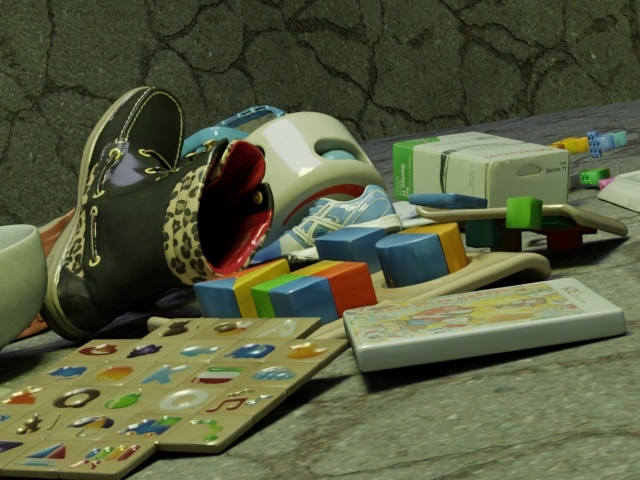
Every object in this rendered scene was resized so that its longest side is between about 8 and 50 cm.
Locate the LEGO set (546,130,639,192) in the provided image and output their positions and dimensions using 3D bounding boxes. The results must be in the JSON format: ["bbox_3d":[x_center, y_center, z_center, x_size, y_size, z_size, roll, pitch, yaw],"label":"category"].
[{"bbox_3d":[0.365,-0.109,2.357,0.093,0.087,0.227,-15,6,-26],"label":"LEGO set"}]

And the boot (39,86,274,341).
[{"bbox_3d":[-0.180,-0.063,1.997,0.284,0.138,0.377,-17,40,40],"label":"boot"}]

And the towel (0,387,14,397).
[{"bbox_3d":[-0.358,0.169,1.626,0.110,0.027,0.148,-15,7,-30],"label":"towel"}]

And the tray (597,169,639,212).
[{"bbox_3d":[0.458,-0.074,2.132,0.145,0.030,0.270,-12,7,-2],"label":"tray"}]

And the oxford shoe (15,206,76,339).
[{"bbox_3d":[-0.408,0.063,2.220,0.397,0.140,0.146,-26,-2,-43],"label":"oxford shoe"}]

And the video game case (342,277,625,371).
[{"bbox_3d":[0.138,0.072,1.458,0.227,0.026,0.206,-9,6,-2],"label":"video game case"}]

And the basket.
[{"bbox_3d":[-0.131,-0.110,2.618,0.289,0.201,0.255,14,-23,-36],"label":"basket"}]

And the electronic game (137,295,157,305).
[{"bbox_3d":[-0.186,-0.001,2.193,0.229,0.048,0.229,-50,2,2],"label":"electronic game"}]

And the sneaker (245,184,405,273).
[{"bbox_3d":[0.000,0.000,1.991,0.211,0.081,0.080,-19,-27,12],"label":"sneaker"}]

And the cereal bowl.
[{"bbox_3d":[-0.470,0.097,1.886,0.339,0.141,0.339,-16,10,3],"label":"cereal bowl"}]

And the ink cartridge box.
[{"bbox_3d":[0.221,-0.090,2.252,0.153,0.087,0.208,-9,15,-32],"label":"ink cartridge box"}]

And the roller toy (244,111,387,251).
[{"bbox_3d":[-0.021,-0.052,2.085,0.209,0.191,0.146,-28,52,-7],"label":"roller toy"}]

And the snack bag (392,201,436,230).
[{"bbox_3d":[0.090,-0.032,2.436,0.323,0.037,0.342,-10,7,21],"label":"snack bag"}]

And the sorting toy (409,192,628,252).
[{"bbox_3d":[0.228,-0.011,1.836,0.196,0.047,0.348,2,-4,28],"label":"sorting toy"}]

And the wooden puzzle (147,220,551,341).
[{"bbox_3d":[0.020,0.043,1.748,0.348,0.080,0.322,-16,7,-26],"label":"wooden puzzle"}]

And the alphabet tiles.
[{"bbox_3d":[-0.149,0.131,1.421,0.285,0.011,0.342,-3,17,30],"label":"alphabet tiles"}]
